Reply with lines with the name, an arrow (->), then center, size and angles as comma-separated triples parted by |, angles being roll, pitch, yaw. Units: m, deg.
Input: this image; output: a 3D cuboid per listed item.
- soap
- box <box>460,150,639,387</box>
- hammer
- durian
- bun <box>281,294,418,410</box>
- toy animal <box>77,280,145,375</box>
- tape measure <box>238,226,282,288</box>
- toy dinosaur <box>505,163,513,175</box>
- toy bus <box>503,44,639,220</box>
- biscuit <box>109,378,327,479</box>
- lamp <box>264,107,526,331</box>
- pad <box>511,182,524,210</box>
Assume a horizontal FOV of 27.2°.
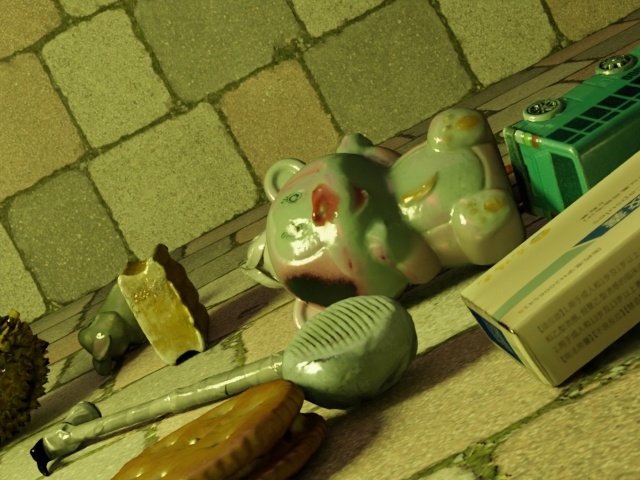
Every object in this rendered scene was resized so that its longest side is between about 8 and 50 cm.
soap -> -0.238, 0.092, 2.050 | 0.080, 0.160, 0.257 | -29, 7, -1
box -> 0.287, -0.021, 1.132 | 0.343, 0.065, 0.200 | -38, 9, -1
hammer -> -0.189, 0.197, 1.630 | 0.427, 0.044, 0.152 | -23, 10, 28
durian -> -0.543, 0.214, 2.012 | 0.258, 0.258, 0.293 | -25, -10, 19
bun -> 0.032, 0.113, 1.268 | 0.141, 0.083, 0.141 | -23, 17, 8
toy animal -> -0.352, 0.143, 2.245 | 0.108, 0.138, 0.236 | 13, 19, 20
tape measure -> 0.000, 0.000, 2.011 | 0.197, 0.120, 0.236 | -9, 16, 42
toy dinosaur -> 0.210, -0.075, 2.013 | 0.280, 0.055, 0.101 | -27, 30, -16
toy bus -> 0.352, -0.126, 1.522 | 0.256, 0.128, 0.147 | -32, 31, -21
biscuit -> -0.099, 0.203, 1.195 | 0.221, 0.066, 0.220 | -30, 6, 4
lamp -> 0.088, -0.017, 1.605 | 0.301, 0.247, 0.247 | -19, -22, 10
pad -> 0.207, -0.027, 1.837 | 0.233, 0.022, 0.174 | -27, 8, -4
